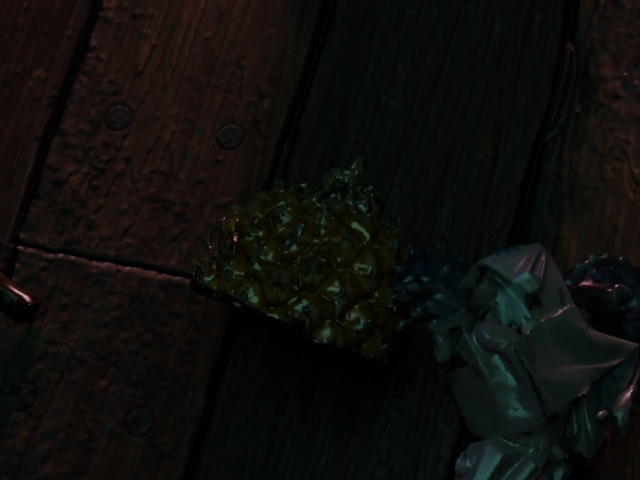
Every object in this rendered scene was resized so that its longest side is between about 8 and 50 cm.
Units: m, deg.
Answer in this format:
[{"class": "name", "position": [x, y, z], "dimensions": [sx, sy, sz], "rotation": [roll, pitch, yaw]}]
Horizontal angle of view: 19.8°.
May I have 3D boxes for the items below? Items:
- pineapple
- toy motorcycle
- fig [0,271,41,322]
[{"class": "pineapple", "position": [0.002, 0.001, 1.342], "dimensions": [0.176, 0.161, 0.136], "rotation": [20, 90, 63]}, {"class": "toy motorcycle", "position": [0.122, 0.090, 1.288], "dimensions": [0.204, 0.108, 0.239], "rotation": [30, 54, -16]}, {"class": "fig", "position": [-0.331, -0.069, 1.451], "dimensions": [0.290, 0.190, 0.190], "rotation": [34, 77, 23]}]
